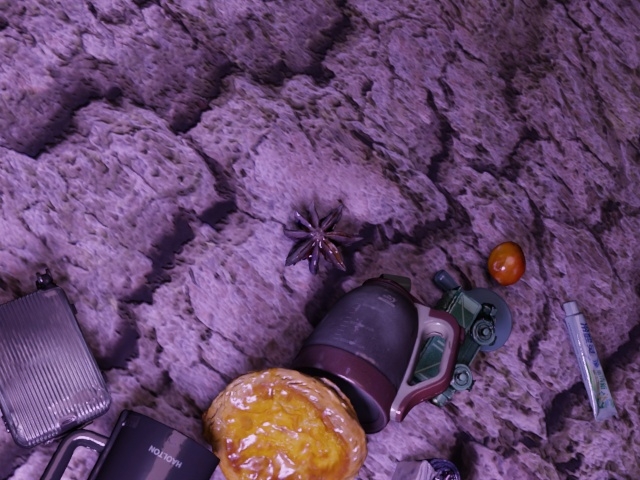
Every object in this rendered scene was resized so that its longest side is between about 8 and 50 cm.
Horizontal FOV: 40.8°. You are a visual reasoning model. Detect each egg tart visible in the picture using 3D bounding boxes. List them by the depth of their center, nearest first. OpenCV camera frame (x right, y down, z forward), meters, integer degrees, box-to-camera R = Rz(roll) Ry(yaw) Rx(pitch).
[{"bbox_3d":[-0.064,0.382,1.731,0.341,0.341,0.129,38,28,-6],"label":"egg tart"}]

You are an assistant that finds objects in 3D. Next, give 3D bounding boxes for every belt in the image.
[{"bbox_3d":[0.211,0.570,1.829,0.139,0.126,0.230,35,66,-9],"label":"belt"}]

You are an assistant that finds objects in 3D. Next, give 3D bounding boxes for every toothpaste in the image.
[{"bbox_3d":[0.661,0.295,2.130,0.074,0.048,0.297,-12,81,-29],"label":"toothpaste"}]

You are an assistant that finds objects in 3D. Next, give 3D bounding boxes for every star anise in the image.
[{"bbox_3d":[0.000,0.000,1.964,0.180,0.061,0.204,25,63,-6],"label":"star anise"}]

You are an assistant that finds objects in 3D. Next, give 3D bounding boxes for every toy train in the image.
[{"bbox_3d":[0.297,0.242,1.963,0.154,0.115,0.269,34,76,-4],"label":"toy train"}]

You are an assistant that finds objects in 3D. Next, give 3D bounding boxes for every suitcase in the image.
[{"bbox_3d":[-0.543,0.231,1.653,0.202,0.128,0.312,-22,83,-25],"label":"suitcase"}]

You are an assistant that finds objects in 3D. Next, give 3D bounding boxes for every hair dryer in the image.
[{"bbox_3d":[0.166,0.155,1.997,0.071,0.047,0.150,8,81,-16],"label":"hair dryer"}]

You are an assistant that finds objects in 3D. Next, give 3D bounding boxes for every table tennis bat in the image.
[{"bbox_3d":[0.361,0.161,2.065,0.237,0.038,0.149,43,70,-6],"label":"table tennis bat"}]

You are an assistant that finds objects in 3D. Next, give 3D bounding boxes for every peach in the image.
[{"bbox_3d":[0.456,0.055,2.096,0.100,0.101,0.101,6,71,-19],"label":"peach"}]

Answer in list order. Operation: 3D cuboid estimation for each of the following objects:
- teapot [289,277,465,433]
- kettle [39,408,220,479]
[{"bbox_3d":[0.135,0.231,1.829,0.315,0.233,0.312,19,57,21],"label":"teapot"},{"bbox_3d":[-0.366,0.482,1.590,0.262,0.203,0.308,43,64,-33],"label":"kettle"}]
